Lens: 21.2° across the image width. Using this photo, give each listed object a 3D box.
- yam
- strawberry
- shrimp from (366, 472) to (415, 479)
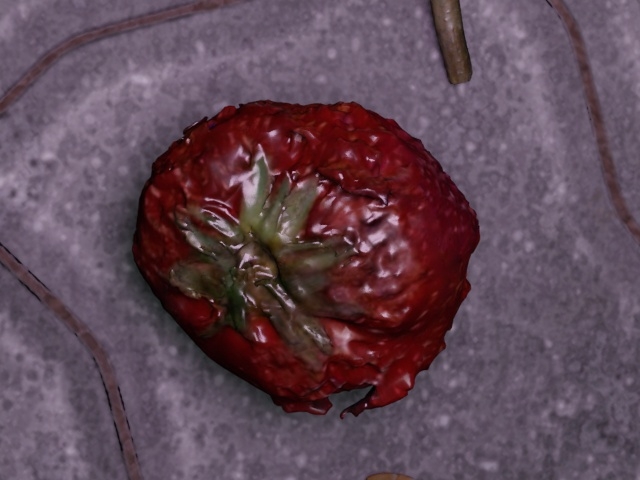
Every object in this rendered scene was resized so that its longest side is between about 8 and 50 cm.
[{"bbox_3d":[0.098,-0.242,1.433,0.029,0.027,0.234,-6,114,16],"label":"yam"},{"bbox_3d":[0.000,0.000,1.368,0.274,0.220,0.274,8,116,17],"label":"strawberry"},{"bbox_3d":[0.041,0.232,1.467,0.108,0.023,0.059,-10,83,-10],"label":"shrimp"}]
